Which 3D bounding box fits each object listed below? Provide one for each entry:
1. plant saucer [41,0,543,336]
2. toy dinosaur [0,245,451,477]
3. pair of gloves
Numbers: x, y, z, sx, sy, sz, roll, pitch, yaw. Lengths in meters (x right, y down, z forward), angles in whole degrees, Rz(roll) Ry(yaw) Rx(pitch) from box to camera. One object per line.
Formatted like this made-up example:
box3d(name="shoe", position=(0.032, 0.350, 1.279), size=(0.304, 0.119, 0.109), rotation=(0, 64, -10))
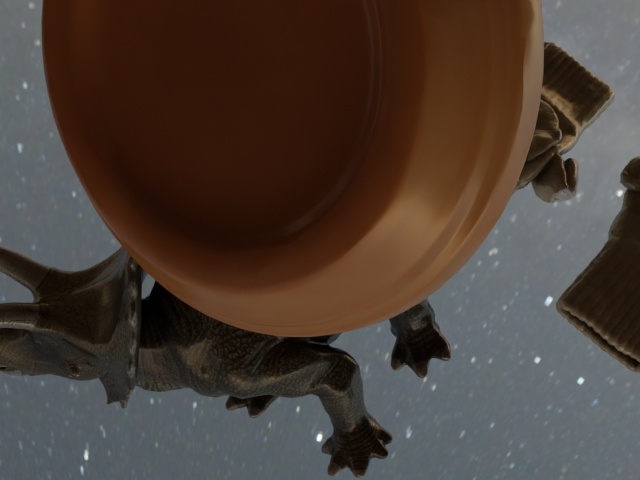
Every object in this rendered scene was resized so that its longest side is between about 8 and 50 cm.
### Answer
box3d(name="plant saucer", position=(-0.025, -0.062, 0.381), size=(0.200, 0.200, 0.037), rotation=(45, -147, 18))
box3d(name="toy dinosaur", position=(0.000, 0.000, 0.522), size=(0.313, 0.160, 0.121), rotation=(-37, -137, -10))
box3d(name="pair of gloves", position=(0.193, -0.042, 0.816), size=(0.204, 0.042, 0.240), rotation=(-32, -112, -35))
